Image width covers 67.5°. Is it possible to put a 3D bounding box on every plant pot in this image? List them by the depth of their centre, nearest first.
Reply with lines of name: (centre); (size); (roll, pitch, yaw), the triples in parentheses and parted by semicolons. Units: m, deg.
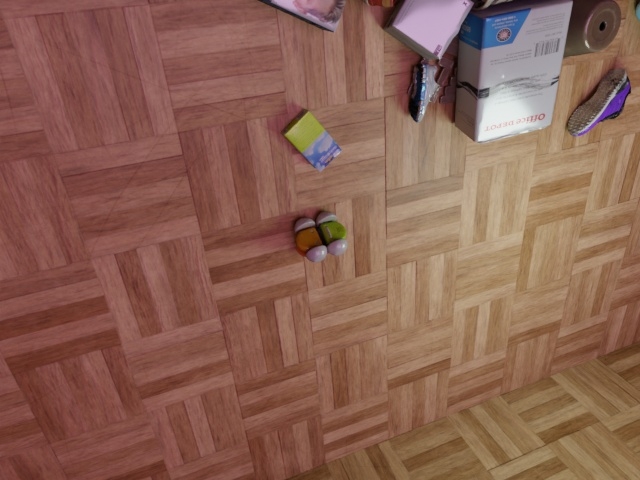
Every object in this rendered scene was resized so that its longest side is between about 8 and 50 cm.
plant pot: (0.833, -0.706, 1.571); (0.262, 0.229, 0.263); (-10, 120, -18)

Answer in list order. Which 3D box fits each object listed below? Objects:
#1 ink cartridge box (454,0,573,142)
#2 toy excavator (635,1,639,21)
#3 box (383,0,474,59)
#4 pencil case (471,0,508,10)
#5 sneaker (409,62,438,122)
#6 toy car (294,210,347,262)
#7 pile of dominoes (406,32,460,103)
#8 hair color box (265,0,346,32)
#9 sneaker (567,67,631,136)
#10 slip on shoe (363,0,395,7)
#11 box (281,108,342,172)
ink cartridge box: (0.602, -0.548, 1.544); (0.285, 0.166, 0.395); (-14, 127, -7)
toy excavator: (1.193, -0.874, 1.659); (0.222, 0.445, 0.433); (-58, 163, 11)
box: (0.314, -0.661, 1.414); (0.181, 0.119, 0.181); (28, 103, -15)
pencil case: (0.622, -0.787, 1.389); (0.409, 0.184, 0.160); (-16, 128, -9)
sneaker: (0.344, -0.479, 1.562); (0.082, 0.071, 0.191); (-11, 127, -21)
toy car: (0.000, 0.000, 1.649); (0.181, 0.159, 0.136); (-18, 156, -14)
pile of dominoes: (0.409, -0.581, 1.584); (0.195, 0.040, 0.251); (9, 120, -27)
hair color box: (-0.093, -0.700, 1.254); (0.347, 0.105, 0.174); (12, 111, -28)
sneaker: (1.102, -0.505, 1.864); (0.146, 0.102, 0.293); (33, 100, -33)
slip on shoe: (0.241, -0.766, 1.319); (0.331, 0.101, 0.123); (-53, 162, -13)
box: (-0.026, -0.315, 1.519); (0.109, 0.042, 0.178); (-44, 124, 4)
